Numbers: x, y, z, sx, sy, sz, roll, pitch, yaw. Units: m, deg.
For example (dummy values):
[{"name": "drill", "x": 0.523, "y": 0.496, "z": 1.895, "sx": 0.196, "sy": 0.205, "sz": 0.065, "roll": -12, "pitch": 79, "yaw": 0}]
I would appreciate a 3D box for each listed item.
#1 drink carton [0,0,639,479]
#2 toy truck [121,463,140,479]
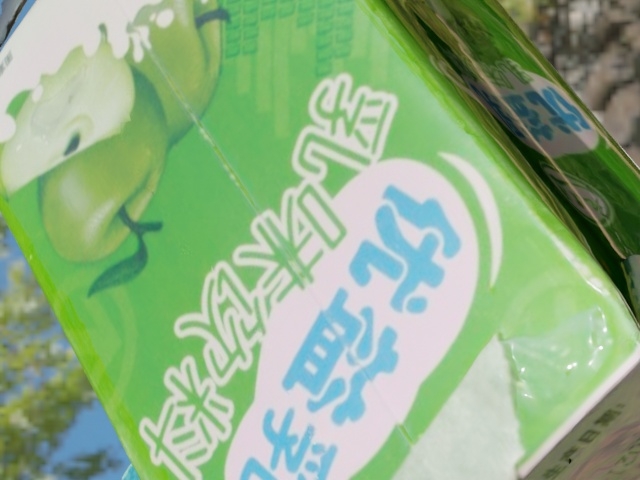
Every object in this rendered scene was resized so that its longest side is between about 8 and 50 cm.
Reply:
[{"name": "drink carton", "x": 0.000, "y": 0.000, "z": 0.537, "sx": 0.108, "sy": 0.161, "sz": 0.271, "roll": 14, "pitch": -147, "yaw": -46}, {"name": "toy truck", "x": 0.041, "y": 0.160, "z": 0.778, "sx": 0.279, "sy": 0.155, "sz": 0.156, "roll": 39, "pitch": -157, "yaw": -30}]
